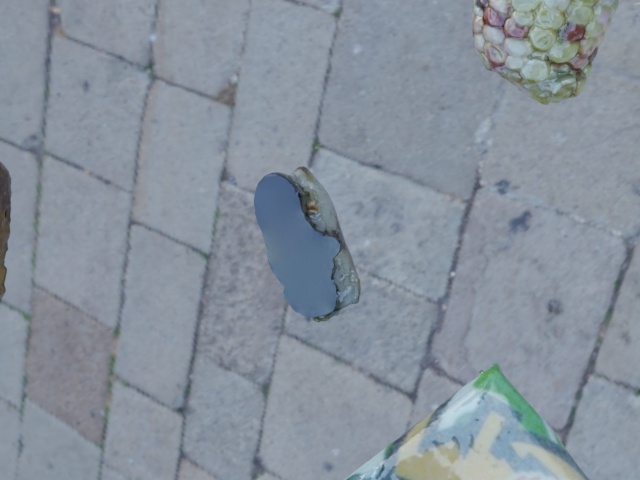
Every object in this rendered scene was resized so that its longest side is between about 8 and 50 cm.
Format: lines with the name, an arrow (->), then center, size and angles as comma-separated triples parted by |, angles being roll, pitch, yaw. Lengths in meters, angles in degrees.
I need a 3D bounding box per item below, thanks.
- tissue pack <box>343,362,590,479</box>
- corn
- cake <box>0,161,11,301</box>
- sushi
tissue pack -> 0.055, 0.258, 0.614 | 0.228, 0.311, 0.128 | 51, 164, 15
corn -> 0.118, -0.190, 0.475 | 0.086, 0.086, 0.253 | 20, 114, 29
cake -> -0.448, 0.006, 0.905 | 0.196, 0.293, 0.199 | 16, 102, 20
sushi -> 0.000, 0.000, 0.522 | 0.044, 0.046, 0.083 | -23, 81, 28
